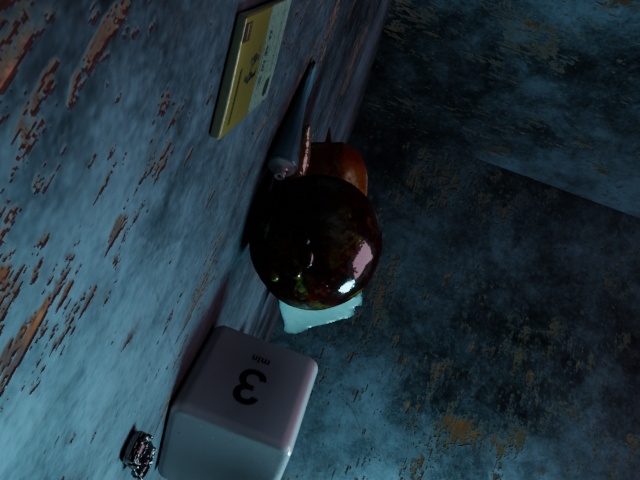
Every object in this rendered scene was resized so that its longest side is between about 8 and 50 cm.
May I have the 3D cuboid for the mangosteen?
[{"bbox_3d":[0.000,0.000,1.125,0.289,0.231,0.232,-21,132,-77],"label":"mangosteen"}]

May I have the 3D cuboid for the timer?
[{"bbox_3d":[-0.133,0.291,1.053,0.195,0.192,0.194,-68,178,-54],"label":"timer"}]

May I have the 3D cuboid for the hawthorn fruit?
[{"bbox_3d":[0.014,-0.129,1.280,0.179,0.179,0.201,-25,124,-88],"label":"hawthorn fruit"}]

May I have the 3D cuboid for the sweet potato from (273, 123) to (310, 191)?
[{"bbox_3d":[-0.054,-0.113,1.174,0.065,0.051,0.219,-59,170,-68],"label":"sweet potato"}]

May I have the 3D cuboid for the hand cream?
[{"bbox_3d":[-0.040,-0.191,1.039,0.083,0.048,0.224,109,-4,-57],"label":"hand cream"}]

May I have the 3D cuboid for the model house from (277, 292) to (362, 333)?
[{"bbox_3d":[-0.029,0.055,1.958,0.329,0.251,0.295,-103,-179,-50],"label":"model house"}]

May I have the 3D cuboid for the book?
[{"bbox_3d":[-0.067,-0.180,0.647,0.172,0.012,0.118,-67,176,-61],"label":"book"}]

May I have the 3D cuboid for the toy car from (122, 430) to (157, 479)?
[{"bbox_3d":[-0.219,0.261,0.774,0.093,0.025,0.041,103,9,-54],"label":"toy car"}]
